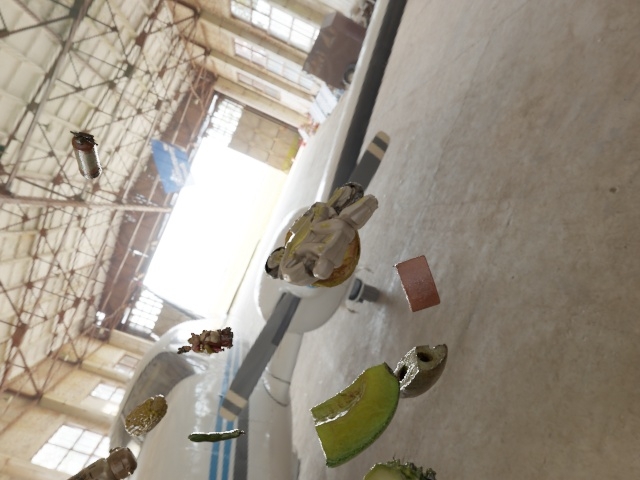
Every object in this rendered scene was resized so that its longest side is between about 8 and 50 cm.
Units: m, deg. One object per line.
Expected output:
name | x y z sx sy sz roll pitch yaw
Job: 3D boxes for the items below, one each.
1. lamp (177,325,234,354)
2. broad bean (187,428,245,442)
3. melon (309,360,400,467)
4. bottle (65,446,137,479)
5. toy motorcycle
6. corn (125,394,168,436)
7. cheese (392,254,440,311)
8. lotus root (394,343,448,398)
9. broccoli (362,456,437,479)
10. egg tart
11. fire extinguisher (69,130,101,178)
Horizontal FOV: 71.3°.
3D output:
lamp | -0.525 0.459 2.039 0.118 0.253 0.119 178 90 -70
broad bean | -0.417 0.785 1.793 0.069 0.226 0.039 106 158 -49
melon | 0.134 0.595 1.561 0.343 0.226 0.331 -25 -8 -4
bottle | -0.620 0.661 1.239 0.110 0.209 0.097 30 141 46
toy motorcycle | 0.000 0.000 1.107 0.340 0.108 0.223 -45 34 5
corn | -0.584 0.588 1.492 0.261 0.097 0.097 -43 23 38
cheese | 0.363 0.173 1.679 0.203 0.128 0.177 51 -158 -69
lotus root | 0.386 0.537 1.750 0.142 0.209 0.314 -95 15 -45
broccoli | 0.152 0.654 1.009 0.324 0.272 0.334 -47 31 -7
egg tart | 0.003 0.020 1.527 0.115 0.290 0.291 -2 65 62
fire extinguisher | -0.533 -0.200 1.020 0.177 0.062 0.050 -44 22 62
